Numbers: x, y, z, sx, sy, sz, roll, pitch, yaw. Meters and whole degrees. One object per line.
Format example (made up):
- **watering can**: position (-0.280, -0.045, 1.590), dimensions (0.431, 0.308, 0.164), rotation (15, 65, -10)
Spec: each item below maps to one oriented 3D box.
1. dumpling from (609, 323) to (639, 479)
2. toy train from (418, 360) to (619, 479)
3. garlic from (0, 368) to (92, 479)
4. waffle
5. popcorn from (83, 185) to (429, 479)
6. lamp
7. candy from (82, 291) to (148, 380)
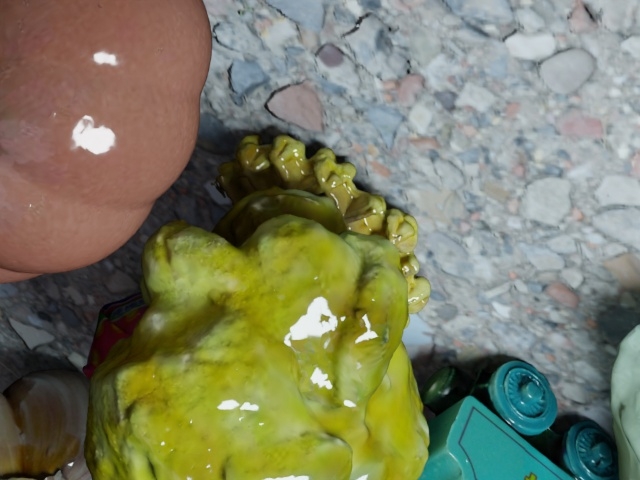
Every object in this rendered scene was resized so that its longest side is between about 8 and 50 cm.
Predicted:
- **dumpling**: position (0.339, 0.221, 1.103), dimensions (0.270, 0.211, 0.320), rotation (2, 141, 27)
- **toy train**: position (0.151, 0.192, 1.234), dimensions (0.198, 0.154, 0.107), rotation (41, 135, -8)
- **garlic**: position (-0.259, 0.230, 1.518), dimensions (0.160, 0.191, 0.214), rotation (-18, 127, -1)
- **waffle**: position (0.000, 0.000, 1.224), dimensions (0.192, 0.046, 0.160), rotation (30, 138, 4)
- **popcorn**: position (-0.048, 0.104, 1.127), dimensions (0.225, 0.276, 0.276), rotation (7, 132, 27)
- **lamp**: position (-0.198, -0.118, 1.090), dimensions (0.305, 0.240, 0.305), rotation (-6, 81, 40)
- **candy**: position (-0.097, 0.188, 1.281), dimensions (0.124, 0.124, 0.365), rotation (100, 151, -47)
